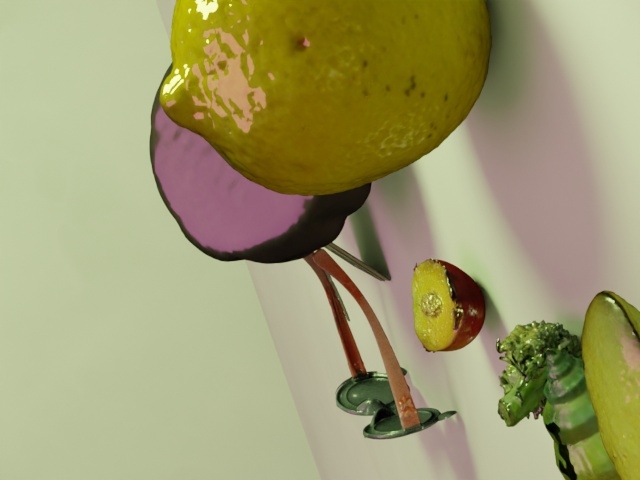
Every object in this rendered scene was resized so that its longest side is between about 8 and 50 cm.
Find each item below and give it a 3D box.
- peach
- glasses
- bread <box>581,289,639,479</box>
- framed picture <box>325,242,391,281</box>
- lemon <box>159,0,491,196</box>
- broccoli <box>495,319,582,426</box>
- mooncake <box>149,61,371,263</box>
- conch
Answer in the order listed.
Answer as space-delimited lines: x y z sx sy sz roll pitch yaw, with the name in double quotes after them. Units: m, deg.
0.130 0.062 0.995 0.098 0.061 0.098 5 96 64 "peach"
0.057 0.109 1.276 0.234 0.118 0.269 -144 35 -74 "glasses"
0.226 0.099 0.604 0.149 0.065 0.188 99 155 -46 "bread"
0.000 0.000 1.361 0.183 0.011 0.142 33 179 -16 "framed picture"
0.001 -0.149 0.779 0.228 0.253 0.229 -22 -90 -88 "lemon"
0.169 0.111 0.815 0.097 0.092 0.095 5 128 59 "broccoli"
-0.061 -0.112 1.154 0.283 0.141 0.283 5 97 38 "mooncake"
0.212 0.156 0.739 0.095 0.079 0.201 -91 -18 -58 "conch"
